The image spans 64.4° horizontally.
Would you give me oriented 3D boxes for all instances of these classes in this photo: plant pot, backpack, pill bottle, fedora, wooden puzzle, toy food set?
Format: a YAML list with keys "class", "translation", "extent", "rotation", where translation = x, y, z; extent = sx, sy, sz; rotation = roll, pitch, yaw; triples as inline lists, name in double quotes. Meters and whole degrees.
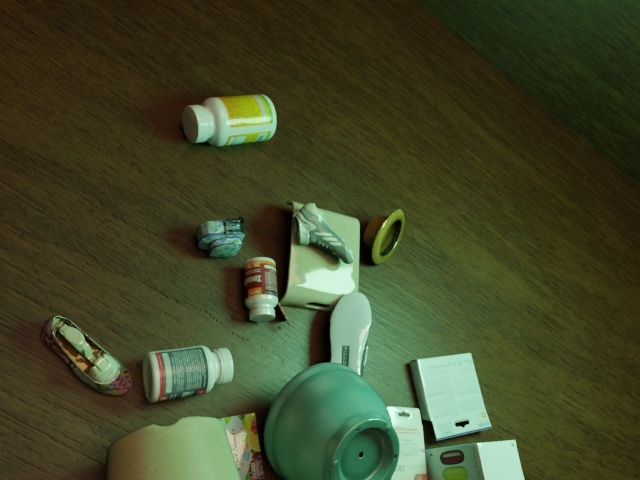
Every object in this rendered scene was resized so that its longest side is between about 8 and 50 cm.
- class: "plant pot"
  translation: [0.048, 0.439, 1.113]
  extent: [0.292, 0.196, 0.294]
  rotation: [-3, 96, -29]
- class: "backpack"
  translation: [-0.257, -0.006, 1.299]
  extent: [0.114, 0.105, 0.084]
  rotation: [1, 64, -26]
- class: "pill bottle"
  translation: [-0.153, 0.126, 1.304]
  extent: [0.086, 0.086, 0.152]
  rotation: [8, 61, -28]
- class: "fedora"
  translation: [0.189, -0.020, 1.576]
  extent: [0.079, 0.195, 0.194]
  rotation: [23, 44, 28]
- class: "wooden puzzle"
  translation: [-0.099, 0.187, 1.330]
  extent: [0.006, 0.049, 0.083]
  rotation: [-28, 82, -10]
- class: "pill bottle"
  translation: [-0.261, -0.344, 1.456]
  extent: [0.245, 0.136, 0.137]
  rotation: [-16, 74, -37]
- class: "plant pot"
  translation: [-0.260, 0.504, 0.916]
  extent: [0.333, 0.334, 0.306]
  rotation: [1, 54, -31]
- class: "toy food set"
  translation: [-0.005, 0.047, 1.449]
  extent: [0.219, 0.092, 0.307]
  rotation: [13, 67, -26]
- class: "pill bottle"
  translation: [-0.290, 0.288, 1.118]
  extent: [0.180, 0.108, 0.108]
  rotation: [-1, 66, -32]

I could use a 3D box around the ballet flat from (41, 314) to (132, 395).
- class: "ballet flat"
  translation: [-0.480, 0.237, 1.047]
  extent: [0.221, 0.079, 0.077]
  rotation: [43, 50, -5]

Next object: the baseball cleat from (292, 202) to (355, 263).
- class: "baseball cleat"
  translation: [0.000, 0.000, 1.382]
  extent: [0.109, 0.072, 0.206]
  rotation: [-39, 92, -18]

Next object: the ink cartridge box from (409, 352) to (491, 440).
- class: "ink cartridge box"
  translation: [0.378, 0.451, 1.483]
  extent: [0.223, 0.045, 0.224]
  rotation: [3, 65, -30]

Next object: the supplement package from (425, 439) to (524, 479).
- class: "supplement package"
  translation: [0.370, 0.587, 1.277]
  extent: [0.133, 0.244, 0.139]
  rotation: [8, 61, -28]

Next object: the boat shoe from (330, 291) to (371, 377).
- class: "boat shoe"
  translation: [0.078, 0.290, 1.350]
  extent: [0.108, 0.102, 0.302]
  rotation: [2, 63, 7]

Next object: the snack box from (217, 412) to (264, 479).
- class: "snack box"
  translation: [-0.187, 0.466, 1.132]
  extent: [0.100, 0.037, 0.141]
  rotation: [0, 65, -30]

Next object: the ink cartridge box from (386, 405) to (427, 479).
- class: "ink cartridge box"
  translation: [0.206, 0.539, 1.316]
  extent: [0.115, 0.067, 0.198]
  rotation: [14, 60, -25]
